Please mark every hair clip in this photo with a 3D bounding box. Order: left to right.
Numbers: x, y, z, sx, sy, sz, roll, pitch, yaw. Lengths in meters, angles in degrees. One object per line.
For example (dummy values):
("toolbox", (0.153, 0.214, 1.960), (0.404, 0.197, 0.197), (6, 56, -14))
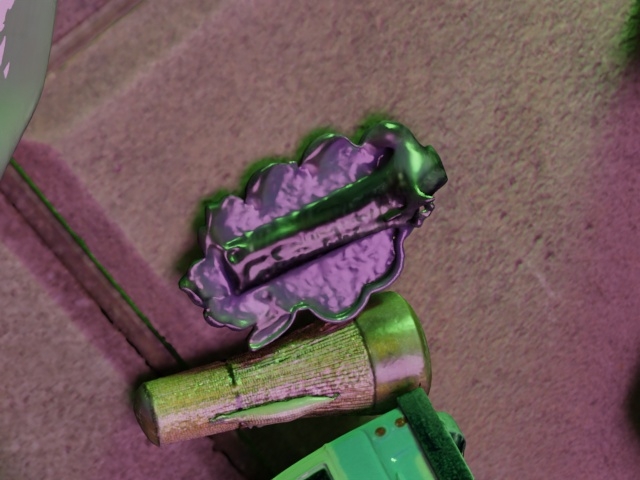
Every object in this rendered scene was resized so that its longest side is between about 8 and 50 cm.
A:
("hair clip", (0.000, 0.000, 1.131), (0.195, 0.052, 0.124), (-28, 105, -9))

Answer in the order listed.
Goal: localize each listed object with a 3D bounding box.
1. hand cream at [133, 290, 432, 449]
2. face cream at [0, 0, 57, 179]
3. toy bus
("hand cream", (-0.028, 0.094, 1.171), (0.203, 0.084, 0.084), (-12, 121, -15))
("face cream", (-0.241, -0.156, 0.905), (0.235, 0.137, 0.420), (4, 103, -29))
("toy bus", (0.059, 0.247, 1.205), (0.165, 0.133, 0.271), (-25, 139, -4))
